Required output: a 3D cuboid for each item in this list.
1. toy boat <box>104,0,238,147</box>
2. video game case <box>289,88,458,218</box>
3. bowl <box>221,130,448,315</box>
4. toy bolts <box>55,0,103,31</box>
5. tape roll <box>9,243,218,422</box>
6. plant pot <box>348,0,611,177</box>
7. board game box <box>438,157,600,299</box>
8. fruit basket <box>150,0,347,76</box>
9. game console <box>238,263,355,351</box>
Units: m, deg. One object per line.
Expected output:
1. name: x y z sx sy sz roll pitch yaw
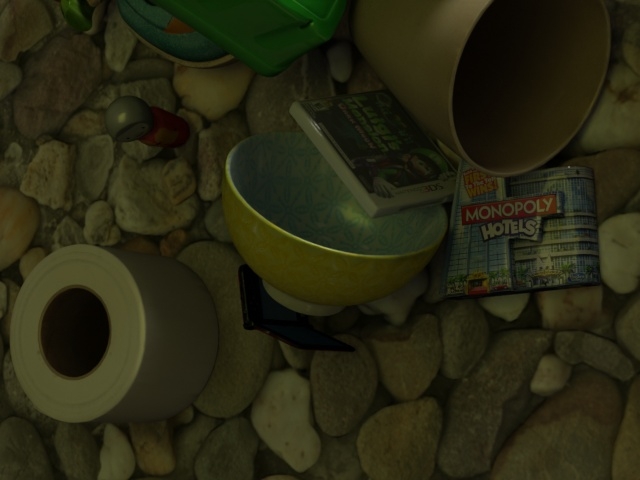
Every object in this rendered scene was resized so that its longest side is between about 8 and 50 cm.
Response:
1. toy boat: -0.202 -0.281 2.046 0.267 0.148 0.318 21 95 32
2. video game case: 0.076 -0.114 1.841 0.190 0.173 0.022 53 133 25
3. bowl: 0.000 0.000 1.834 0.289 0.289 0.156 38 125 29
4. toy bolts: -0.343 -0.462 2.140 0.228 0.218 0.158 -39 58 2
5. tape roll: -0.288 0.133 2.039 0.246 0.169 0.246 -4 81 31
6. plant pot: 0.164 -0.243 1.778 0.274 0.256 0.256 32 102 45
7. board game box: 0.237 -0.032 1.795 0.194 0.060 0.194 -8 81 31
8. fruit basket: -0.094 -0.430 1.900 0.392 0.283 0.392 -35 38 33
9. game console: -0.030 0.088 1.896 0.085 0.144 0.124 -13 78 30
